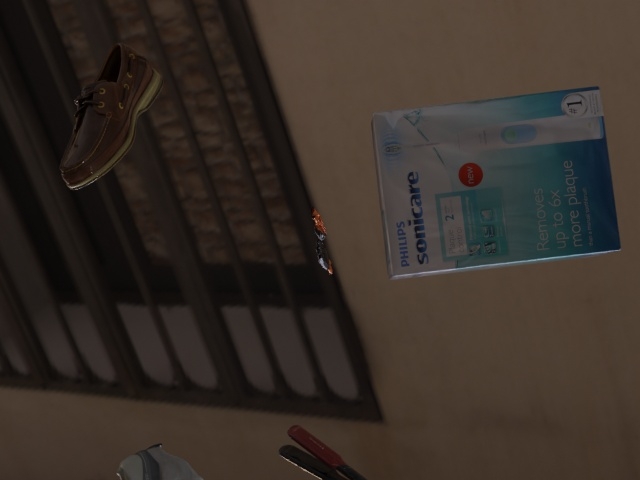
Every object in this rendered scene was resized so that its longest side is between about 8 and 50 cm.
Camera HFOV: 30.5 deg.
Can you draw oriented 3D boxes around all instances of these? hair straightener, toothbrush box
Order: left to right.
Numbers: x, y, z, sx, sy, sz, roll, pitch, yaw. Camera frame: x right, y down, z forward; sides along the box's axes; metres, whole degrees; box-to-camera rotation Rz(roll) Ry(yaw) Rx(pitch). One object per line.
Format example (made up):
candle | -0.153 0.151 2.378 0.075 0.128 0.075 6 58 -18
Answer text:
hair straightener | 0.030 0.392 1.881 0.230 0.089 0.047 31 -157 12
toothbrush box | 0.222 -0.072 1.538 0.295 0.216 0.126 -6 176 1

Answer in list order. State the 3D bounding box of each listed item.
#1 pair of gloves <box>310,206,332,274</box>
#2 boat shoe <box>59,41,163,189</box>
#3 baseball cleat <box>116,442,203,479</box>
pair of gloves | 0.000 0.000 1.620 0.010 0.074 0.083 -12 -116 10
boat shoe | -0.208 -0.120 1.113 0.064 0.060 0.178 -14 -142 31
baseball cleat | -0.194 0.373 1.583 0.109 0.206 0.072 -24 170 -17
